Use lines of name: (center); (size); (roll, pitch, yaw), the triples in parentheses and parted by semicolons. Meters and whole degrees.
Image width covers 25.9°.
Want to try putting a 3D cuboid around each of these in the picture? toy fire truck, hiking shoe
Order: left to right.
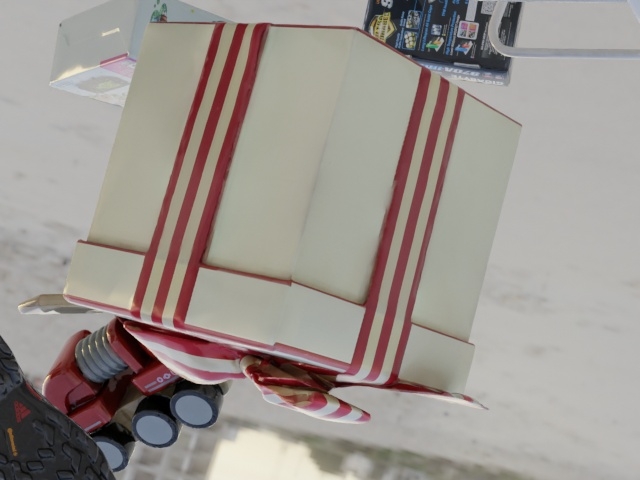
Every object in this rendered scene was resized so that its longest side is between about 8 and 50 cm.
hiking shoe: (-0.217, 0.147, 1.002); (0.227, 0.086, 0.114); (59, 161, -4)
toy fire truck: (-0.244, 0.129, 1.563); (0.217, 0.158, 0.246); (-29, 113, 28)

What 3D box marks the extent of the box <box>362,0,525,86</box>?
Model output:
box: (0.150, -0.297, 1.591); (0.175, 0.220, 0.051); (9, 169, 10)

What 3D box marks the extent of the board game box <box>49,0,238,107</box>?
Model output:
board game box: (-0.168, -0.222, 1.835); (0.303, 0.098, 0.224); (14, 169, -35)

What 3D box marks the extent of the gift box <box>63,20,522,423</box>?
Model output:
gift box: (0.000, 0.000, 1.053); (0.276, 0.258, 0.255); (22, 171, -43)

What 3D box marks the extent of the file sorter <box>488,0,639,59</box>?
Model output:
file sorter: (0.153, -0.269, 0.928); (0.173, 0.193, 0.277); (7, 155, 38)
